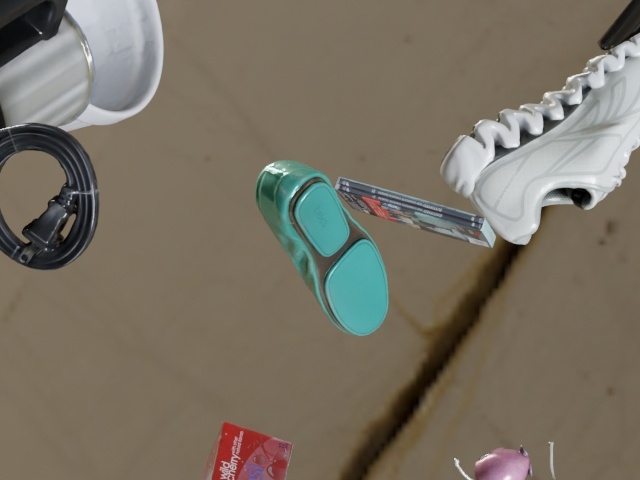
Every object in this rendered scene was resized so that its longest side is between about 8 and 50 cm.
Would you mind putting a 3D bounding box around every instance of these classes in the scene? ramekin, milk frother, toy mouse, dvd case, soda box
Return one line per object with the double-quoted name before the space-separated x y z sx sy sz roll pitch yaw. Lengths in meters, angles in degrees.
"ramekin" -0.227 -0.179 1.522 0.109 0.207 0.207 -18 -108 27
"milk frother" -0.154 -0.057 0.980 0.143 0.135 0.129 50 -49 -3
"toy mouse" 0.175 0.209 1.564 0.031 0.143 0.161 -27 -70 44
"dvd case" 0.075 -0.021 1.513 0.119 0.087 0.013 17 -96 14
"soda box" -0.102 0.338 2.212 0.263 0.092 0.083 -79 -170 -48

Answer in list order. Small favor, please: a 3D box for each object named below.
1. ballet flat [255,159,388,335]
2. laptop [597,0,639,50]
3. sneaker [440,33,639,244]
"ballet flat" 0.000 0.000 1.939 0.083 0.247 0.087 -43 -130 -13
"laptop" 0.382 -0.427 1.703 0.236 0.408 0.382 49 -41 12
"sneaker" 0.257 -0.099 1.814 0.118 0.292 0.110 54 -14 17
